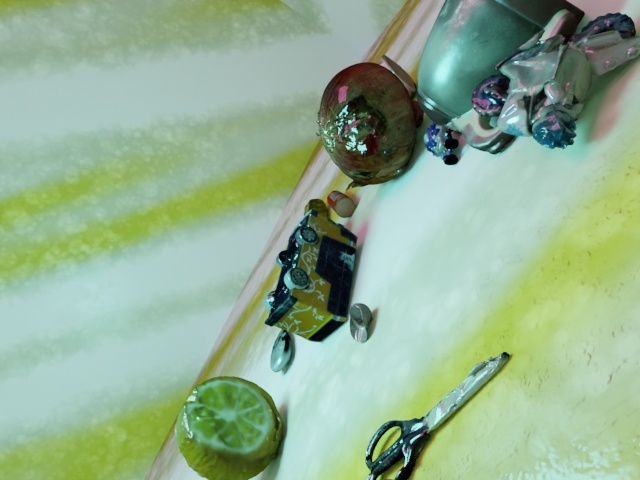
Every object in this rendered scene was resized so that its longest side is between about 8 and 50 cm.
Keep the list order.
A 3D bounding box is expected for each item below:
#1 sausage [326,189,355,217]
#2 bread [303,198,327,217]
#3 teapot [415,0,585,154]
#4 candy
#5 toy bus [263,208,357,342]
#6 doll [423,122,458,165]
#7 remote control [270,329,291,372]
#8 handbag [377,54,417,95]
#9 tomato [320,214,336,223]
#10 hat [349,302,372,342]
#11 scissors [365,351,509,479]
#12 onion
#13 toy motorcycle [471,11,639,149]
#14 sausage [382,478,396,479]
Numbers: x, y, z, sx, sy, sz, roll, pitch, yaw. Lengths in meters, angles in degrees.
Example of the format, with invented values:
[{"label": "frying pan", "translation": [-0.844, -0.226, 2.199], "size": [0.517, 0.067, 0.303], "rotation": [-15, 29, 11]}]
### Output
[{"label": "sausage", "translation": [0.066, -0.140, 1.740], "size": [0.074, 0.074, 0.274], "rotation": [-59, 13, 7]}, {"label": "bread", "translation": [-0.022, -0.097, 1.946], "size": [0.098, 0.087, 0.269], "rotation": [-56, 14, 21]}, {"label": "teapot", "translation": [0.332, -0.340, 0.926], "size": [0.312, 0.233, 0.315], "rotation": [-59, 39, 35]}, {"label": "candy", "translation": [-0.217, 0.445, 1.146], "size": [0.118, 0.260, 0.260], "rotation": [-59, 12, 29]}, {"label": "toy bus", "translation": [-0.018, 0.093, 1.290], "size": [0.162, 0.194, 0.323], "rotation": [-49, 20, 43]}, {"label": "doll", "translation": [0.286, -0.236, 1.134], "size": [0.195, 0.070, 0.095], "rotation": [-96, 6, -63]}, {"label": "remote control", "translation": [-0.121, 0.336, 1.490], "size": [0.097, 0.045, 0.256], "rotation": [-57, 10, 9]}, {"label": "handbag", "translation": [0.252, -0.554, 1.704], "size": [0.116, 0.179, 0.205], "rotation": [-44, 26, 30]}, {"label": "tomato", "translation": [0.000, 0.000, 1.536], "size": [0.167, 0.167, 0.167], "rotation": [-55, 14, 21]}, {"label": "hat", "translation": [0.093, 0.179, 1.041], "size": [0.058, 0.042, 0.087], "rotation": [-43, 56, 50]}, {"label": "scissors", "translation": [0.155, 0.252, 0.669], "size": [0.300, 0.022, 0.109], "rotation": [-54, 18, 25]}, {"label": "onion", "translation": [0.130, -0.320, 1.376], "size": [0.353, 0.354, 0.353], "rotation": [-55, 14, 21]}, {"label": "toy motorcycle", "translation": [0.363, -0.220, 0.718], "size": [0.239, 0.108, 0.204], "rotation": [-38, 42, 39]}, {"label": "sausage", "translation": [0.092, 0.364, 0.574], "size": [0.062, 0.062, 0.154], "rotation": [-56, 14, 19]}]
